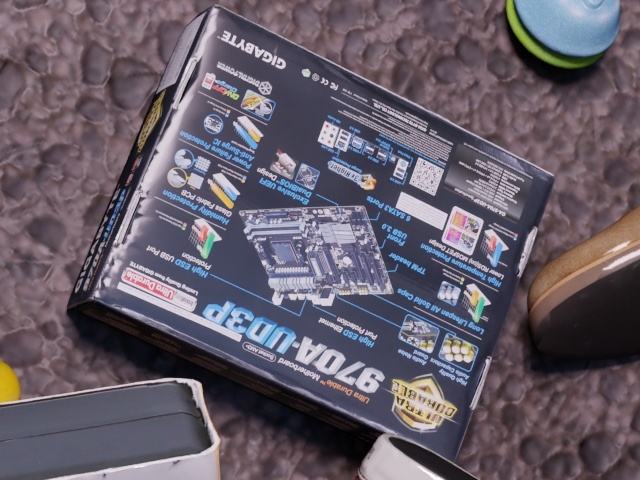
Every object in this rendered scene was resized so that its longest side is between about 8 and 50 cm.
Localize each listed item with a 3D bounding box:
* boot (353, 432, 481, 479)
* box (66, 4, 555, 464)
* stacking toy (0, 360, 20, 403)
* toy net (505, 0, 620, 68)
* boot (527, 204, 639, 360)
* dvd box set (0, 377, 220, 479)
[{"bbox_3d":[0.094,0.232,0.969,0.244,0.088,0.176,29,95,11],"label":"boot"},{"bbox_3d":[0.000,0.000,1.029,0.220,0.051,0.175,25,74,-16],"label":"box"},{"bbox_3d":[-0.196,0.060,0.907,0.141,0.141,0.330,-26,96,-23],"label":"stacking toy"},{"bbox_3d":[0.214,-0.168,1.147,0.232,0.045,0.122,-4,65,-24],"label":"toy net"},{"bbox_3d":[0.232,-0.030,1.116,0.305,0.112,0.115,-26,61,-18],"label":"boot"},{"bbox_3d":[-0.181,0.267,0.770,0.308,0.062,0.420,-8,118,-13],"label":"dvd box set"}]
